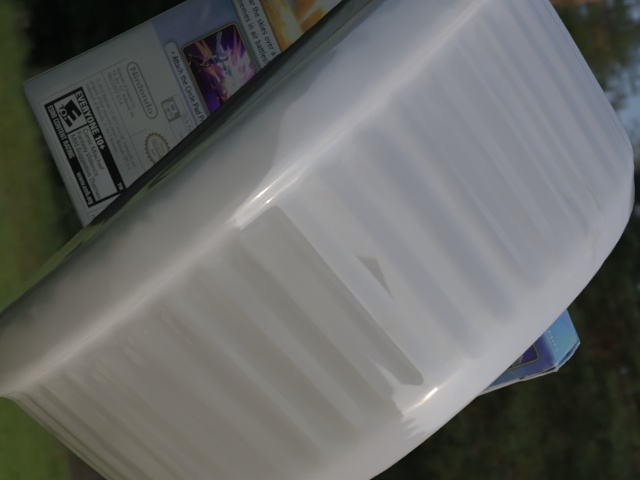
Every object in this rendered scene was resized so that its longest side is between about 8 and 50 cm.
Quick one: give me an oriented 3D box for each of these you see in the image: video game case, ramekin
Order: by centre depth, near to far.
[{"bbox_3d":[0.000,0.000,0.674,0.127,0.273,0.273,49,-8,-6],"label":"ramekin"},{"bbox_3d":[-0.014,-0.017,1.006,0.061,0.244,0.269,-28,96,-63],"label":"video game case"}]
